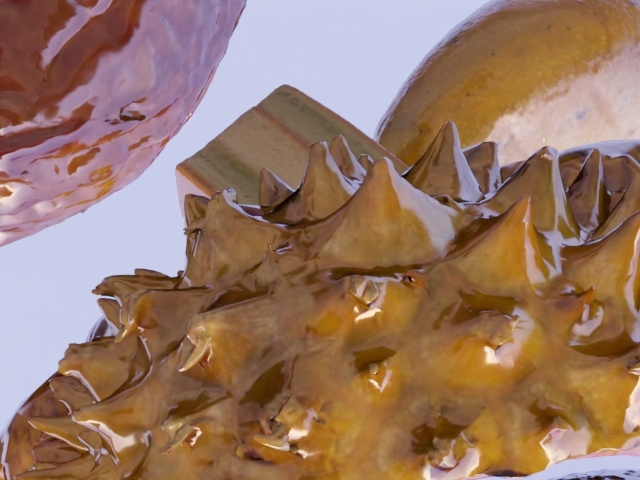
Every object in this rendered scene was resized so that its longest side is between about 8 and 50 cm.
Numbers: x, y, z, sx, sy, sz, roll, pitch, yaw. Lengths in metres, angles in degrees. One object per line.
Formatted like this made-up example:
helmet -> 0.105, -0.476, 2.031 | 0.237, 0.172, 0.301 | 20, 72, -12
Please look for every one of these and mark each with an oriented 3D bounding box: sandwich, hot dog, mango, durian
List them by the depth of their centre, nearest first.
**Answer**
durian -> 0.062, 0.014, 0.539 | 0.341, 0.191, 0.112 | -10, -100, -14
hot dog -> -0.166, -0.171, 0.867 | 0.267, 0.174, 0.388 | 10, -106, 18
sandwich -> 0.000, 0.000, 1.259 | 0.117, 0.144, 0.187 | -40, -121, -18
mango -> 0.163, -0.115, 1.461 | 0.329, 0.177, 0.175 | -18, -168, -30

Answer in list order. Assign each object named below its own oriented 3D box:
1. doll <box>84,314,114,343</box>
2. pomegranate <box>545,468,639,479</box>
doll -> -0.092, 0.119, 1.532 | 0.135, 0.234, 0.143 | -44, -136, 24
pomegranate -> 0.148, 0.217, 1.014 | 0.198, 0.198, 0.246 | -51, -163, -7
